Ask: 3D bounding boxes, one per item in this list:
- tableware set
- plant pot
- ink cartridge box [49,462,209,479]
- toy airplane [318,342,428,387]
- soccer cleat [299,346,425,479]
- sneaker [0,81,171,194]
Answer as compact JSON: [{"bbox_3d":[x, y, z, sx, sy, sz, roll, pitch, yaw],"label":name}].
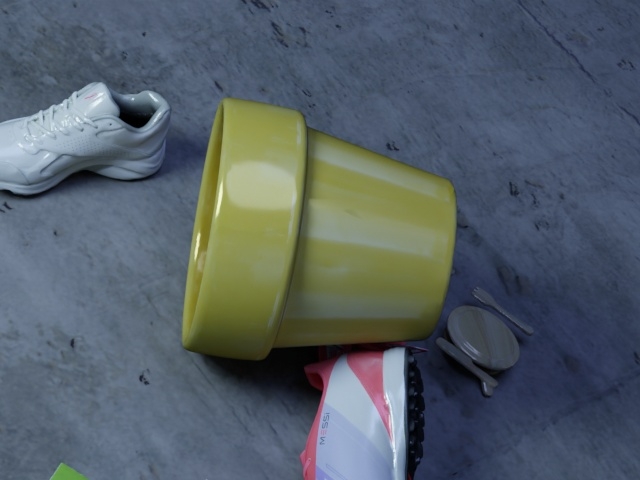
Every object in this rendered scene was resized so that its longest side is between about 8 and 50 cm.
[{"bbox_3d":[0.123,0.080,1.993,0.194,0.039,0.128,37,36,6],"label":"tableware set"},{"bbox_3d":[0.000,0.000,1.840,0.239,0.254,0.254,8,48,-8],"label":"plant pot"},{"bbox_3d":[-0.149,0.296,1.640,0.255,0.097,0.189,30,45,2],"label":"ink cartridge box"},{"bbox_3d":[0.037,0.101,1.942,0.151,0.028,0.151,11,53,-15],"label":"toy airplane"},{"bbox_3d":[0.034,0.246,1.779,0.116,0.108,0.318,-4,55,11],"label":"soccer cleat"},{"bbox_3d":[-0.260,-0.120,1.947,0.232,0.115,0.090,-12,56,-32],"label":"sneaker"}]
